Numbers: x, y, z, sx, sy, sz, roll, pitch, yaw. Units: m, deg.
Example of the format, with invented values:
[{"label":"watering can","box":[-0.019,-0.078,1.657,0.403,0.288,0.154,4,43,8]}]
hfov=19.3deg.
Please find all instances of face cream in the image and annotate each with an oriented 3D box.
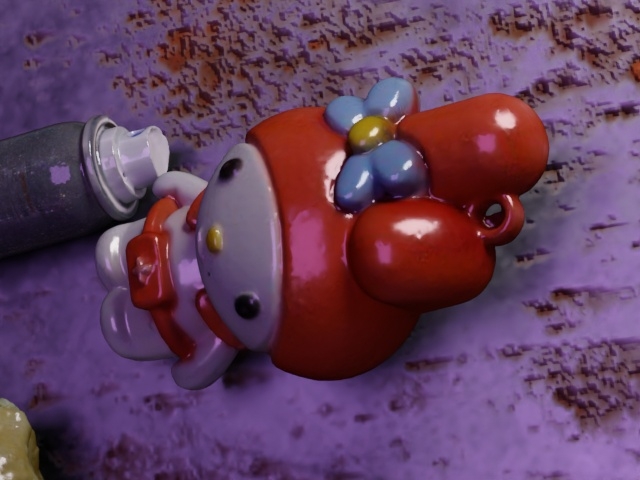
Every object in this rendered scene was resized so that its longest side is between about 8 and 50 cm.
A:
[{"label":"face cream","box":[-0.228,-0.019,1.196,0.283,0.073,0.073,-15,77,18]}]

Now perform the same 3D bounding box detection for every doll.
[{"label":"doll","box":[0.000,0.000,1.079,0.290,0.130,0.161,-16,71,30]}]

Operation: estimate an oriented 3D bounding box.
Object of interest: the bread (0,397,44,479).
[{"label":"bread","box":[-0.204,0.231,1.121,0.152,0.130,0.267,-28,75,12]}]
